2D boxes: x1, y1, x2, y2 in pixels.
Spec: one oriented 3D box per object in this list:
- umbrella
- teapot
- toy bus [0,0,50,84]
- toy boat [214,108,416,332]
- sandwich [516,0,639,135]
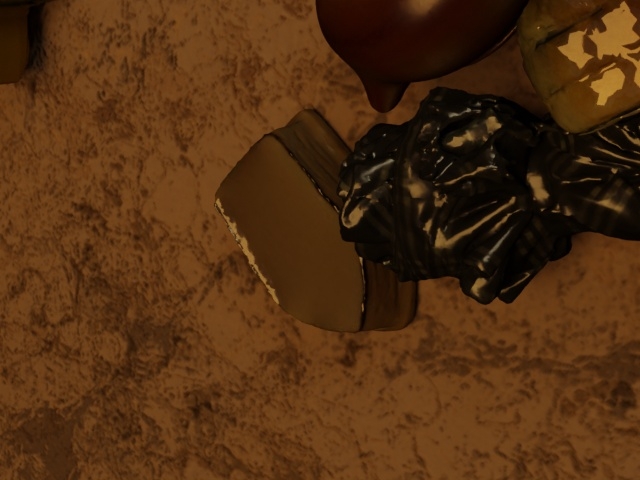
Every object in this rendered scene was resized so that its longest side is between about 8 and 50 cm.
[{"bbox_3d":[0.174,-0.025,0.696,0.337,0.128,0.154,3,128,24],"label":"umbrella"},{"bbox_3d":[0.098,-0.194,0.712,0.252,0.135,0.178,-50,39,16],"label":"teapot"},{"bbox_3d":[-0.310,-0.306,0.973,0.123,0.121,0.335,2,103,29],"label":"toy bus"},{"bbox_3d":[0.000,0.000,0.868,0.188,0.061,0.116,53,126,11],"label":"toy boat"},{"bbox_3d":[0.222,-0.149,0.541,0.226,0.251,0.087,-34,87,37],"label":"sandwich"}]
